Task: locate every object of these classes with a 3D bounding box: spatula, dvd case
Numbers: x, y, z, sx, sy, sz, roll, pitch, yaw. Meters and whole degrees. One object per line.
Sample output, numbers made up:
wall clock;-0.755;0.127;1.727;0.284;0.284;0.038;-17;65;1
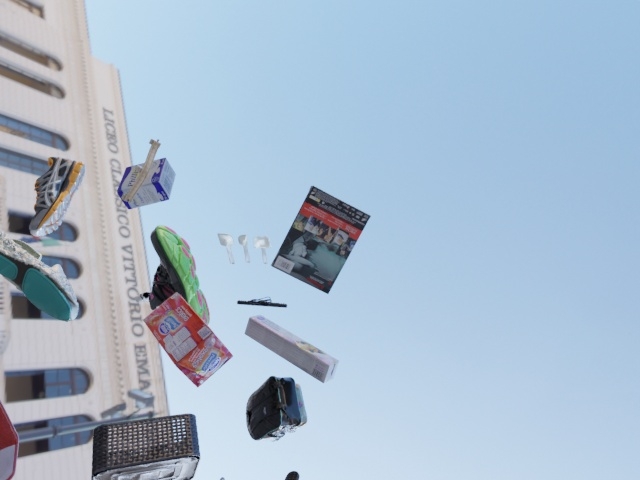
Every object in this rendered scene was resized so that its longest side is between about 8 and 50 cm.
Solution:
spatula;-0.250;0.036;1.602;0.168;0.242;0.019;-1;-117;-3
dvd case;0.000;0.000;0.613;0.087;0.013;0.119;26;-83;-6

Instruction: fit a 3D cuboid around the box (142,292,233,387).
box;-0.378;0.274;1.327;0.128;0.122;0.257;-41;-139;-18

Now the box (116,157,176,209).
box;-0.521;-0.172;1.412;0.137;0.072;0.126;-13;-136;8

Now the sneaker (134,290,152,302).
sneaker;-0.684;0.221;1.867;0.044;0.109;0.040;-31;-93;17

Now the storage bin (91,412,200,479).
storage bin;-0.322;0.396;0.867;0.084;0.180;0.122;-112;-147;-42

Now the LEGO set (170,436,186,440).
LEGO set;-0.384;0.561;1.314;0.023;0.083;0.054;27;-72;42

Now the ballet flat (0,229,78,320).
ballet flat;-0.910;0.090;1.487;0.409;0.147;0.147;36;-77;-2

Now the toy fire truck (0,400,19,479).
toy fire truck;-0.763;0.397;0.914;0.169;0.302;0.253;-25;-115;53

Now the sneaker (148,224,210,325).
sneaker;-0.560;0.175;1.766;0.202;0.185;0.482;-10;-65;-3

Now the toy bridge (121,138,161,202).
toy bridge;-0.475;-0.186;1.255;0.063;0.026;0.188;31;-87;55

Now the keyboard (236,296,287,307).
keyboard;-0.216;0.229;1.766;0.100;0.192;0.038;155;-61;-75

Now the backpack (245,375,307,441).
backpack;-0.139;0.518;1.428;0.188;0.144;0.166;-40;-132;26

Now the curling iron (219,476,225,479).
curling iron;-0.204;0.367;0.628;0.035;0.274;0.068;29;-93;31

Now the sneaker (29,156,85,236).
sneaker;-0.628;-0.105;1.095;0.084;0.083;0.214;-45;-150;52

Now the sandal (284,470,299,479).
sandal;-0.110;0.840;1.535;0.067;0.179;0.040;-11;-69;27

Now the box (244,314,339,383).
box;-0.094;0.331;1.461;0.324;0.063;0.067;23;-78;29
